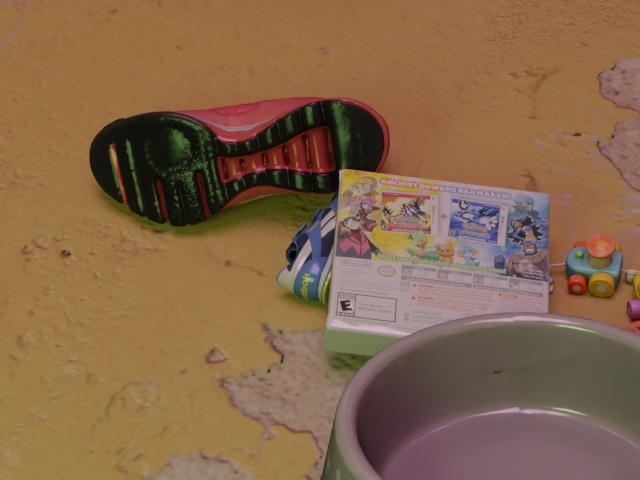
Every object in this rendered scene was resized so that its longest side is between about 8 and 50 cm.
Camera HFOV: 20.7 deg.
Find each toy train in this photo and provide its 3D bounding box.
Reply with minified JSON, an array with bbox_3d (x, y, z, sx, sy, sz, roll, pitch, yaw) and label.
[{"bbox_3d":[0.272,0.051,1.627,0.125,0.046,0.166,-29,49,-25],"label":"toy train"}]

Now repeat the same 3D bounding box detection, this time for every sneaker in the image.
[{"bbox_3d":[-0.075,-0.085,1.777,0.313,0.116,0.136,-4,9,13],"label":"sneaker"},{"bbox_3d":[0.000,0.000,1.696,0.059,0.053,0.144,7,43,14],"label":"sneaker"}]

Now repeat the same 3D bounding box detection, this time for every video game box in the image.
[{"bbox_3d":[0.110,0.028,1.625,0.205,0.048,0.187,7,55,-1],"label":"video game box"}]

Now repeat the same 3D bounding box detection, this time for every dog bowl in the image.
[{"bbox_3d":[0.165,0.178,1.407,0.348,0.102,0.349,-2,30,1],"label":"dog bowl"}]
